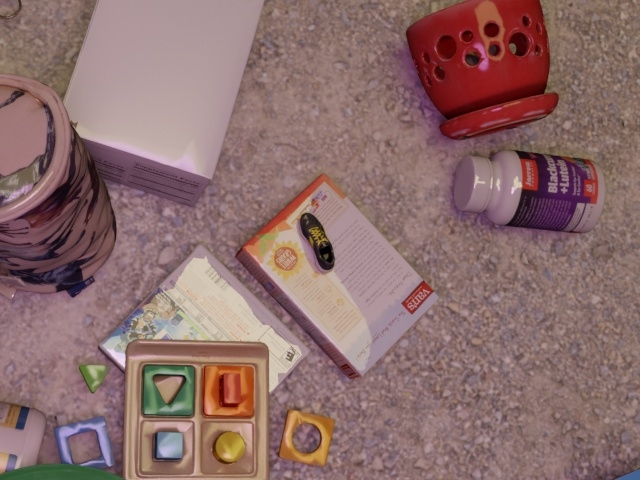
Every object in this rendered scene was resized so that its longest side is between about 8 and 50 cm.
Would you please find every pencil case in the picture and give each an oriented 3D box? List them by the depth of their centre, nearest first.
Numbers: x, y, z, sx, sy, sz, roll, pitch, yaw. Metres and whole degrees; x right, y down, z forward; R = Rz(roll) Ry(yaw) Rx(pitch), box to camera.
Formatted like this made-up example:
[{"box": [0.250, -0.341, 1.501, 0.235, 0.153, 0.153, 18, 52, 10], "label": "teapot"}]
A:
[{"box": [-0.331, -0.046, 1.222, 0.160, 0.410, 0.183, 26, 76, 3], "label": "pencil case"}]

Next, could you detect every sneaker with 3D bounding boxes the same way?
[{"box": [0.000, 0.000, 1.426, 0.031, 0.035, 0.083, -24, 85, -19], "label": "sneaker"}]

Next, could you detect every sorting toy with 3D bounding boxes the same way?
[{"box": [-0.148, 0.220, 1.356, 0.348, 0.047, 0.196, 2, 79, -13], "label": "sorting toy"}]

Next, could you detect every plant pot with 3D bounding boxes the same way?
[{"box": [0.229, -0.238, 1.537, 0.191, 0.191, 0.174, -14, 91, -18], "label": "plant pot"}]

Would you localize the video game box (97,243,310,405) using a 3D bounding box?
[{"box": [-0.148, 0.141, 1.420, 0.205, 0.048, 0.187, 45, 70, -2], "label": "video game box"}]

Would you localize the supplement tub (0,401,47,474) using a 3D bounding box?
[{"box": [-0.428, 0.246, 1.270, 0.200, 0.144, 0.144, 15, 75, -11], "label": "supplement tub"}]

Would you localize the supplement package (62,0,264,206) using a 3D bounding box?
[{"box": [-0.212, -0.208, 1.430, 0.204, 0.145, 0.262, 18, 74, -11], "label": "supplement package"}]

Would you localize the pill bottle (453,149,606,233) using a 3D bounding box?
[{"box": [0.291, -0.071, 1.554, 0.193, 0.108, 0.108, 5, 77, -14], "label": "pill bottle"}]

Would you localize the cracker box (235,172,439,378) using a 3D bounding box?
[{"box": [0.022, 0.049, 1.477, 0.156, 0.067, 0.232, -43, 90, -18], "label": "cracker box"}]

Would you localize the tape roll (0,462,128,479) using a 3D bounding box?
[{"box": [-0.276, 0.393, 1.127, 0.321, 0.077, 0.321, 2, 67, -4], "label": "tape roll"}]

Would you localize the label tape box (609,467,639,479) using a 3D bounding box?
[{"box": [0.411, 0.482, 1.464, 0.240, 0.106, 0.333, -17, 83, -18], "label": "label tape box"}]

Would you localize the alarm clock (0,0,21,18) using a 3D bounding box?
[{"box": [-0.415, -0.385, 1.460, 0.129, 0.064, 0.192, 0, 81, -15], "label": "alarm clock"}]
